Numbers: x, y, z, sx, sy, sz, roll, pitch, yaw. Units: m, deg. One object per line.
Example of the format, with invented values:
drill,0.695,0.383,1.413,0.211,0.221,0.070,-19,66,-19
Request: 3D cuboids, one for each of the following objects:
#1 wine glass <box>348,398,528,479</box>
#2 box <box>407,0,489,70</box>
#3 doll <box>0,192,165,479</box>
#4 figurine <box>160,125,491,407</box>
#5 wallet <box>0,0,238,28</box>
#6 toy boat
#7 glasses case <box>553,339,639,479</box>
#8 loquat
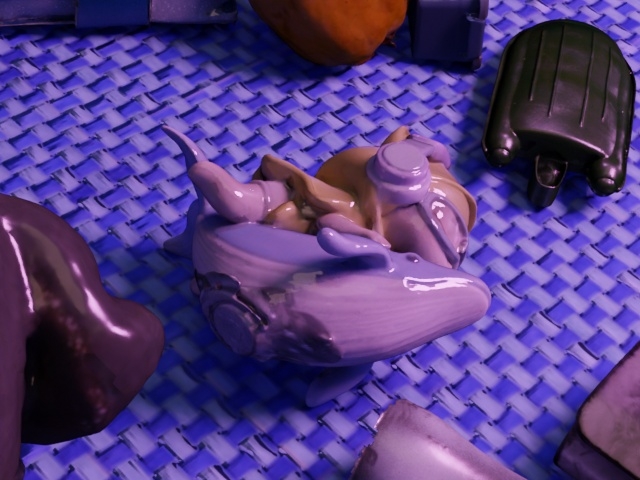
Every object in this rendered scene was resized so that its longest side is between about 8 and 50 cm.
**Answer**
wine glass,0.092,0.144,0.610,0.155,0.072,0.072,25,47,14
box,0.095,-0.184,0.932,0.054,0.074,0.099,-2,46,0
doll,-0.261,0.011,0.523,0.382,0.252,0.379,27,22,-24
figurine,0.000,0.000,0.696,0.208,0.128,0.184,24,44,19
wallet,-0.166,-0.212,0.915,0.202,0.059,0.141,-2,41,-14
toy boat,0.178,-0.105,0.885,0.104,0.052,0.210,14,44,5
glasses case,0.273,0.165,0.630,0.299,0.060,0.114,35,50,22
loquat,0.011,-0.193,0.883,0.113,0.137,0.137,0,32,43
